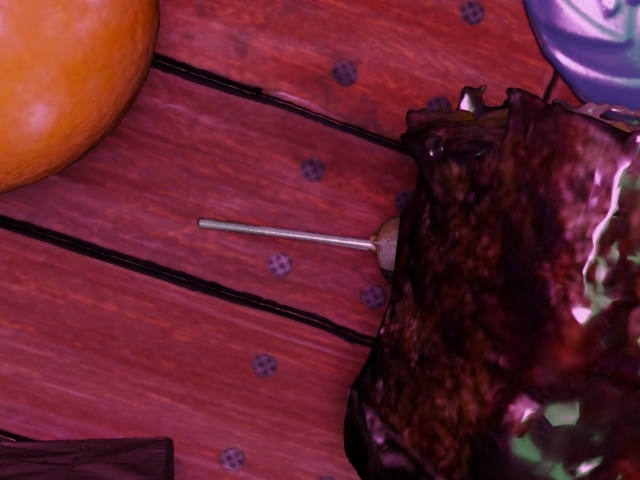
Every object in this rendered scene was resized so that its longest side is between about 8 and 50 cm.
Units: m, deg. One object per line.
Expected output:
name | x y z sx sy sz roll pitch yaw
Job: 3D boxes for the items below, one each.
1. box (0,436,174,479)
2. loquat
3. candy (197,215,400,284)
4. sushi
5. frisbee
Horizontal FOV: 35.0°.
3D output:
box | -0.182 0.280 0.768 0.156 0.149 0.231 -2 94 -6
loquat | -0.241 -0.154 0.680 0.263 0.263 0.263 0 94 -6
candy | 0.000 0.000 0.825 0.203 0.061 0.061 7 93 2
sushi | 0.188 0.052 0.709 0.300 0.281 0.294 0 103 -38
frisbee | 0.307 -0.231 0.833 0.290 0.049 0.289 0 94 -5
